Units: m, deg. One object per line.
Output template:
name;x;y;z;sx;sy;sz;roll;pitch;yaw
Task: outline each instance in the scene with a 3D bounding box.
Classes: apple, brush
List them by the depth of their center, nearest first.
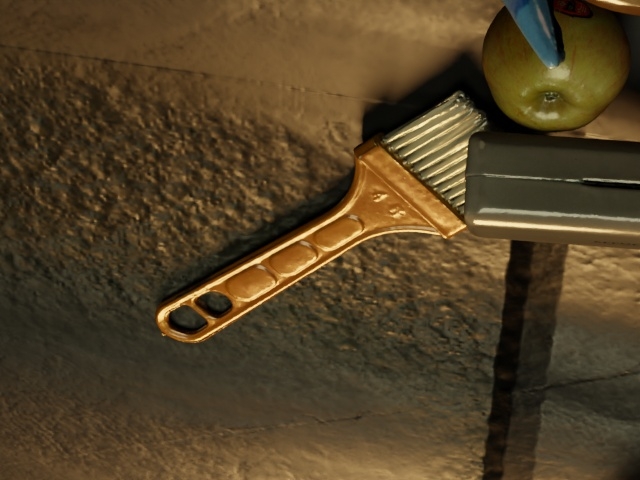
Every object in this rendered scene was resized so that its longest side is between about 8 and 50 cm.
apple;0.128;-0.098;1.010;0.084;0.071;0.084;9;135;9
brush;0.000;0.000;1.178;0.314;0.017;0.090;-30;119;36

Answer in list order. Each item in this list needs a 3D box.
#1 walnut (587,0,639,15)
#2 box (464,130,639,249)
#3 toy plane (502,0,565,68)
walnut;0.200;-0.176;0.876;0.245;0.137;0.137;-9;129;27
box;0.203;-0.022;1.035;0.244;0.055;0.103;4;175;7
toy plane;0.079;-0.181;0.842;0.078;0.246;0.169;5;147;-45
